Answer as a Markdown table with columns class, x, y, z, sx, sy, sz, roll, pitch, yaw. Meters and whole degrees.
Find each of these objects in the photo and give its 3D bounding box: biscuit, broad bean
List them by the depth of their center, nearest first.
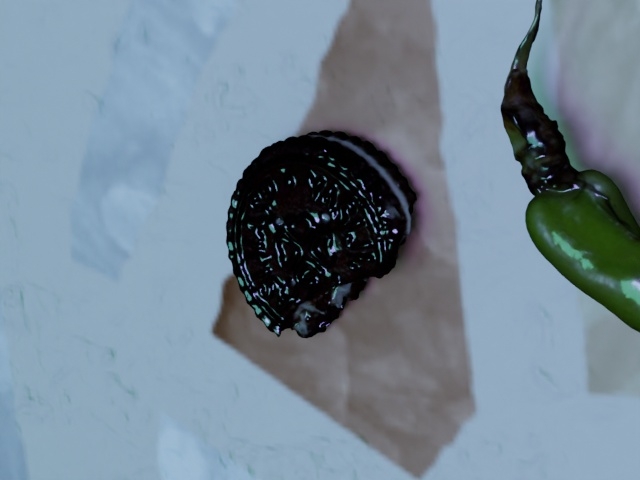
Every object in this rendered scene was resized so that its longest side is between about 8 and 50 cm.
| class | x | y | z | sx | sy | sz | roll | pitch | yaw |
| --- | --- | --- | --- | --- | --- | --- | --- | --- | --- |
| broad bean | 0.182 | 0.025 | 0.626 | 0.318 | 0.056 | 0.098 | 31 | 129 | 23 |
| biscuit | 0.000 | 0.000 | 0.779 | 0.087 | 0.027 | 0.089 | 12 | 110 | 35 |
